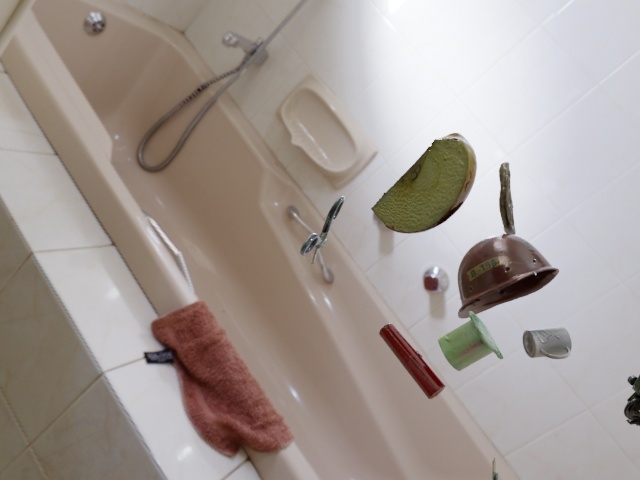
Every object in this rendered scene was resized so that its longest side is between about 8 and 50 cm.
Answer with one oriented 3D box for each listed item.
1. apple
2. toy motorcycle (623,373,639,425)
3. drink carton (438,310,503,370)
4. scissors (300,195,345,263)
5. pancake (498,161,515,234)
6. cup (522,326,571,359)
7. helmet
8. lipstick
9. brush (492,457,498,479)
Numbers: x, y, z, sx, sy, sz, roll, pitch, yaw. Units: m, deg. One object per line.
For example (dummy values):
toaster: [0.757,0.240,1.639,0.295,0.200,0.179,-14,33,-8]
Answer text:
apple: [0.308,-0.143,1.387,0.179,0.346,0.254,42,34,-2]
toy motorcycle: [1.014,0.438,1.439,0.187,0.274,0.124,15,19,-10]
drink carton: [0.457,0.322,1.528,0.146,0.142,0.144,39,24,-35]
scissors: [0.000,0.000,1.811,0.029,0.256,0.383,34,-19,8]
pancake: [0.742,-0.162,1.950,0.294,0.050,0.294,-5,90,-67]
cup: [0.791,0.353,1.691,0.136,0.133,0.099,106,-20,-83]
helmet: [0.641,0.106,1.800,0.338,0.385,0.230,5,57,-45]
lipstick: [0.301,0.397,1.636,0.073,0.073,0.279,18,27,-54]
brush: [0.445,0.590,1.246,0.016,0.013,0.083,-32,121,-43]
